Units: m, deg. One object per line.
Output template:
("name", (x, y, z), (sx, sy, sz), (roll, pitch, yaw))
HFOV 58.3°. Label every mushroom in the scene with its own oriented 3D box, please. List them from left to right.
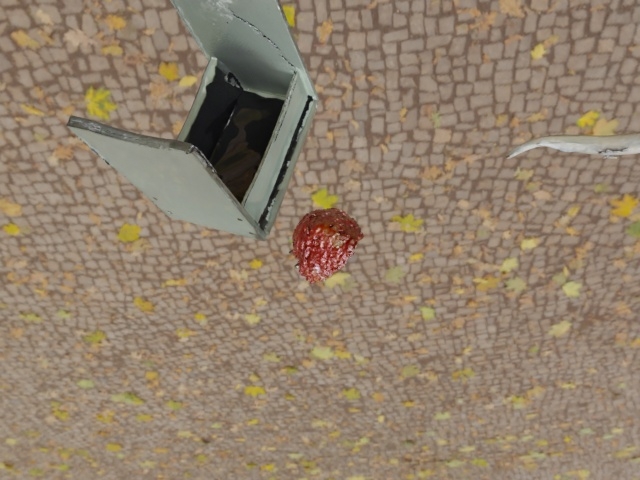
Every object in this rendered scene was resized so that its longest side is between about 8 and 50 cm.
("mushroom", (0.321, -0.115, 0.550), (0.068, 0.043, 0.306), (51, 147, -12))

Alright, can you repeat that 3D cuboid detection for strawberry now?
("strawberry", (-0.002, 0.001, 0.986), (0.085, 0.192, 0.140), (32, 108, -17))

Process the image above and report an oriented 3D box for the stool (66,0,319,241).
("stool", (-0.140, -0.169, 0.758), (0.170, 0.244, 0.270), (14, 163, 17))
